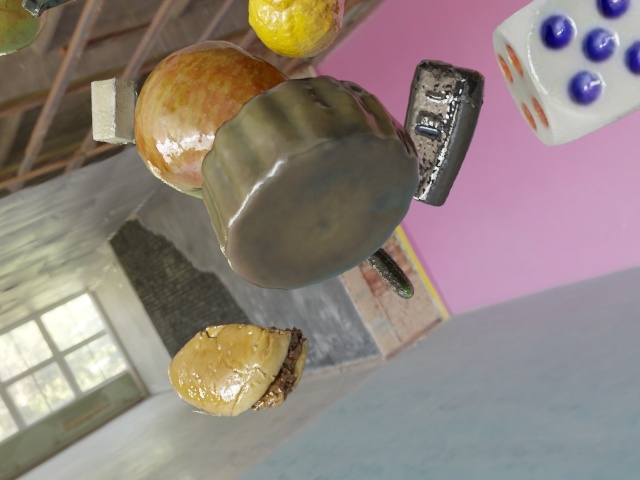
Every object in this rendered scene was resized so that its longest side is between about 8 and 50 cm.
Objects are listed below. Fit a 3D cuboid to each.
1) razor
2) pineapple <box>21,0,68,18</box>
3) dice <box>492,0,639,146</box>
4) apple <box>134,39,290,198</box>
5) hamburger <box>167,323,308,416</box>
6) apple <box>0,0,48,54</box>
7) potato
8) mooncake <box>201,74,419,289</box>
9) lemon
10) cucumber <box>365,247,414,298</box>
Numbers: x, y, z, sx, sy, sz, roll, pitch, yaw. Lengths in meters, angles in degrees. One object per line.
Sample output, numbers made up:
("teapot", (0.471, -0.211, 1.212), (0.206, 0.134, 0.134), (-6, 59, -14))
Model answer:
("razor", (0.268, -0.253, 1.652), (0.189, 0.327, 0.107), (29, 24, 35))
("pineapple", (-0.401, -0.417, 0.906), (0.128, 0.248, 0.128), (-24, 18, 8))
("dice", (0.471, -0.332, 1.271), (0.243, 0.251, 0.259), (-26, 2, 11))
("apple", (-0.143, -0.192, 1.147), (0.309, 0.250, 0.277), (12, -9, -18))
("hamburger", (-0.152, 0.241, 1.311), (0.155, 0.245, 0.282), (25, -73, -43))
("apple", (-0.884, -0.646, 1.831), (0.339, 0.340, 0.339), (-28, 1, 1))
("potato", (-0.385, -0.242, 1.314), (0.086, 0.122, 0.061), (-2, -2, 35))
("mooncake", (-0.018, -0.080, 0.938), (0.290, 0.161, 0.290), (-20, -35, -15))
("lemon", (-0.038, -0.350, 1.061), (0.142, 0.142, 0.187), (-27, -11, 15))
("cucumber", (0.151, 0.065, 1.578), (0.058, 0.215, 0.052), (23, -73, -39))
